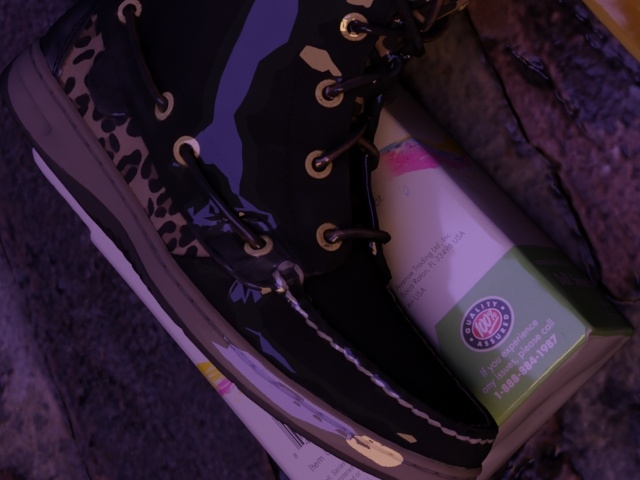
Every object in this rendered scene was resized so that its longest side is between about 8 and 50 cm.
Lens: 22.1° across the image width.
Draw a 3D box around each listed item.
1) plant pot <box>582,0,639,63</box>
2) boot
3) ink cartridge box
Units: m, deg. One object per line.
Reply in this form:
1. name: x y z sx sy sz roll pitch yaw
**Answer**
1. plant pot: 0.240 -0.218 0.876 0.239 0.254 0.254 -41 72 4
2. boot: 0.018 -0.073 0.912 0.377 0.138 0.284 46 104 25
3. ink cartridge box: 0.000 0.000 1.050 0.207 0.119 0.353 -47 71 16
